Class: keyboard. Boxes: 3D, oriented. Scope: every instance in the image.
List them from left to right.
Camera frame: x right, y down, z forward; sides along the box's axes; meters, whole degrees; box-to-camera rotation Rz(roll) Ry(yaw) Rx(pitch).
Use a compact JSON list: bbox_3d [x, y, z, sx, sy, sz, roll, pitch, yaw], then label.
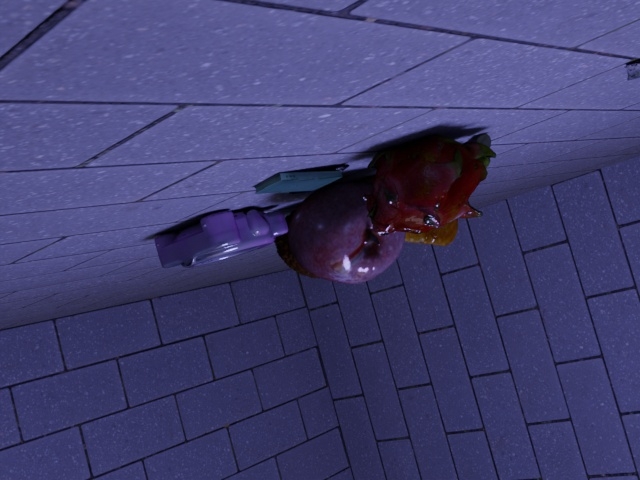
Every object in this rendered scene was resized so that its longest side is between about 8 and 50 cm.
[{"bbox_3d":[-0.005,-0.118,1.613,0.063,0.010,0.198,-12,174,-20],"label":"keyboard"}]

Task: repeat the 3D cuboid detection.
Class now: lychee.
[{"bbox_3d":[0.000,0.000,1.957,0.238,0.200,0.200,-2,-176,34],"label":"lychee"}]

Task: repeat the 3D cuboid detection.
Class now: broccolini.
[{"bbox_3d":[0.341,-0.174,1.812,0.074,0.078,0.392,-56,177,-5],"label":"broccolini"}]

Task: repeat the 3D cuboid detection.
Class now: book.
[{"bbox_3d":[-0.043,-0.107,1.519,0.135,0.017,0.103,-6,171,-35],"label":"book"}]

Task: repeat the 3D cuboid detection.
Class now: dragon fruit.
[{"bbox_3d":[0.204,-0.097,1.524,0.269,0.198,0.200,-13,151,-53],"label":"dragon fruit"}]

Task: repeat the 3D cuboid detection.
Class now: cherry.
[{"bbox_3d":[0.055,-0.019,1.698,0.236,0.213,0.285,13,180,-25],"label":"cherry"}]

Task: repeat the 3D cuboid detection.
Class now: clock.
[{"bbox_3d":[-0.210,-0.006,1.814,0.227,0.090,0.247,-19,176,40],"label":"clock"}]

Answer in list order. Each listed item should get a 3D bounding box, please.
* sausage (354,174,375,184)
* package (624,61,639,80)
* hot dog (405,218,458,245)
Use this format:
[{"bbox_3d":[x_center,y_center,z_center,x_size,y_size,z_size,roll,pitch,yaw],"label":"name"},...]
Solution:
[{"bbox_3d":[0.116,-0.124,1.789,0.129,0.034,0.034,-16,175,12],"label":"sausage"},{"bbox_3d":[0.519,-0.279,1.358,0.037,0.015,0.110,-11,176,21],"label":"package"},{"bbox_3d":[0.238,-0.075,2.015,0.150,0.153,0.256,19,-171,41],"label":"hot dog"}]
